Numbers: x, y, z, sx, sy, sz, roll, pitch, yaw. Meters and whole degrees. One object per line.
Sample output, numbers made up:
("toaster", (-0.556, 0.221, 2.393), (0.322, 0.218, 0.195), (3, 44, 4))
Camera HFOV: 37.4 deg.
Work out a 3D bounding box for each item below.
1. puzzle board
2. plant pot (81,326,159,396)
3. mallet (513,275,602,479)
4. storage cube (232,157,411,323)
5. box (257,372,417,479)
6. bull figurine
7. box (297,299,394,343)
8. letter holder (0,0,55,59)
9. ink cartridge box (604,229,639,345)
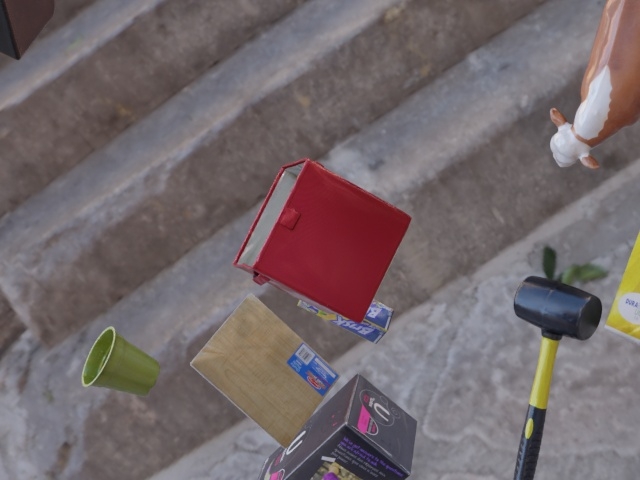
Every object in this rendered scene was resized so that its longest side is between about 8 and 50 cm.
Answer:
("puzzle board", (-0.054, 0.130, 0.948), (0.096, 0.128, 0.011), (-50, 8, -26))
("plant pot", (-0.254, 0.165, 1.229), (0.083, 0.079, 0.083), (-42, 32, 35))
("mallet", (0.178, 0.124, 0.735), (0.062, 0.189, 0.039), (9, 10, 44))
("storage cube", (0.000, 0.000, 1.498), (0.215, 0.193, 0.183), (-63, 13, -7))
("box", (0.019, 0.384, 1.597), (0.270, 0.143, 0.165), (-47, 8, 22))
("bull figurine", (0.413, -0.234, 1.270), (0.188, 0.310, 0.101), (-17, 41, -43))
("box", (0.048, 0.126, 1.766), (0.059, 0.169, 0.054), (-57, 8, 51))
("letter holder", (-0.500, -0.475, 1.474), (0.152, 0.302, 0.214), (25, 62, 7))
("ink cartridge box", (0.337, -0.041, 0.621), (0.303, 0.072, 0.307), (-149, 75, -74))
